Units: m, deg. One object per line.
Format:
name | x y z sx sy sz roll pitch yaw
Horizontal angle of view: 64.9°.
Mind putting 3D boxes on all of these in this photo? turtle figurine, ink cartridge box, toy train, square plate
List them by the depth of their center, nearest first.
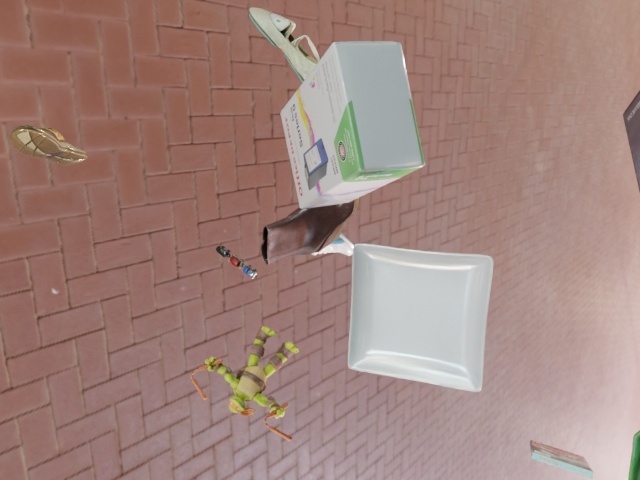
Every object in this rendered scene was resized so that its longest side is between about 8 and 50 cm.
ink cartridge box | 0.030 -0.139 0.663 0.093 0.212 0.154 -10 86 -21
turtle figurine | -0.143 0.326 1.178 0.217 0.270 0.087 -55 172 -28
square plate | 0.245 0.188 1.280 0.049 0.344 0.346 -23 117 -68
toy train | -0.244 0.062 1.463 0.027 0.158 0.036 -58 160 5

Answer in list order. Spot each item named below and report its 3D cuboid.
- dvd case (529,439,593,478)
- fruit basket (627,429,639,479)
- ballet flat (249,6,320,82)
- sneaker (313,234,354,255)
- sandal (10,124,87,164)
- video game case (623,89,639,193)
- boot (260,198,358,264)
dvd case | 0.385 0.351 0.813 0.119 0.087 0.013 33 70 -66
fruit basket | 0.400 0.360 0.528 0.353 0.166 0.326 -40 129 -40
ballet flat | -0.049 -0.334 0.838 0.168 0.052 0.057 50 28 -3
sneaker | 0.000 0.000 1.436 0.229 0.087 0.092 27 90 -32
sandal | -0.519 -0.188 0.962 0.180 0.072 0.048 24 50 -79
video game case | 0.359 -0.038 0.487 0.196 0.026 0.274 30 54 -71
boot | -0.027 -0.053 1.135 0.207 0.090 0.248 -19 142 -30
